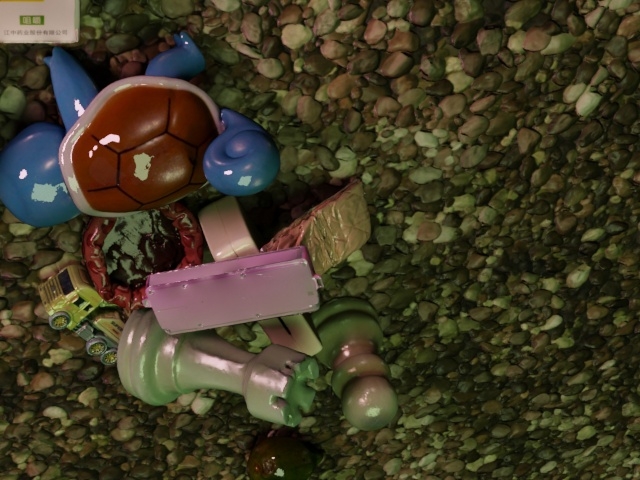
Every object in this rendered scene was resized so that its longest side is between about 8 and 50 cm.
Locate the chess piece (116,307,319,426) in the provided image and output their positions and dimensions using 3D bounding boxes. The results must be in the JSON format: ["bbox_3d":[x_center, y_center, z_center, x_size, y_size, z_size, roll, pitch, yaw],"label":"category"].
[{"bbox_3d":[-0.158,0.203,2.006,0.299,0.195,0.195,15,140,25],"label":"chess piece"}]

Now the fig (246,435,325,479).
[{"bbox_3d":[-0.053,0.435,2.413,0.177,0.117,0.117,5,131,-34],"label":"fig"}]

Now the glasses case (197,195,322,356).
[{"bbox_3d":[-0.095,0.068,2.029,0.070,0.131,0.313,-28,133,3],"label":"glasses case"}]

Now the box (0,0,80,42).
[{"bbox_3d":[-0.465,-0.352,1.525,0.332,0.145,0.173,-2,130,-14],"label":"box"}]

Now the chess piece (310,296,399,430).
[{"bbox_3d":[0.066,0.225,2.146,0.133,0.243,0.133,-9,133,-10],"label":"chess piece"}]

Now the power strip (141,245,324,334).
[{"bbox_3d":[-0.131,0.079,1.899,0.278,0.037,0.109,-10,128,9],"label":"power strip"}]

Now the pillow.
[{"bbox_3d":[0.000,0.000,1.971,0.232,0.043,0.126,-37,129,-31],"label":"pillow"}]

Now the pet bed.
[{"bbox_3d":[-0.279,0.011,1.945,0.201,0.053,0.201,-5,108,-14],"label":"pet bed"}]

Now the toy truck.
[{"bbox_3d":[-0.362,0.113,2.029,0.116,0.085,0.191,-39,132,7],"label":"toy truck"}]

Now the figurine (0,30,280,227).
[{"bbox_3d":[-0.246,-0.130,1.755,0.416,0.243,0.298,-5,138,14],"label":"figurine"}]
